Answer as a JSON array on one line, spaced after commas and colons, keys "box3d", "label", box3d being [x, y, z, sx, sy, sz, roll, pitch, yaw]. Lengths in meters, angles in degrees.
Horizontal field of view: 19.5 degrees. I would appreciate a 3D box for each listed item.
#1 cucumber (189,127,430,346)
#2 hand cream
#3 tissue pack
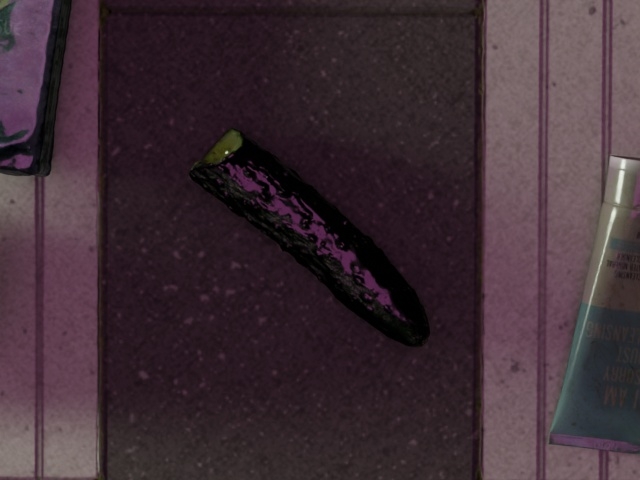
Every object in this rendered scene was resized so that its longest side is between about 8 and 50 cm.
[{"box3d": [0.000, 0.000, 1.939, 0.303, 0.081, 0.072, 39, 135, -5], "label": "cucumber"}, {"box3d": [0.310, 0.070, 1.943, 0.111, 0.070, 0.312, 6, 95, -2], "label": "hand cream"}, {"box3d": [-0.373, -0.234, 1.919, 0.228, 0.103, 0.316, 8, 91, 0], "label": "tissue pack"}]
